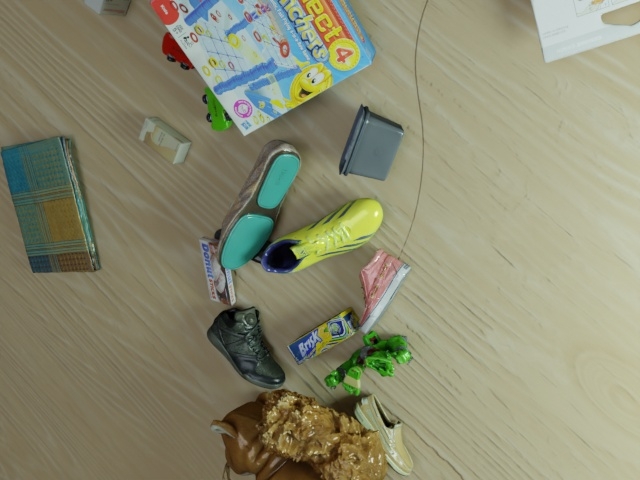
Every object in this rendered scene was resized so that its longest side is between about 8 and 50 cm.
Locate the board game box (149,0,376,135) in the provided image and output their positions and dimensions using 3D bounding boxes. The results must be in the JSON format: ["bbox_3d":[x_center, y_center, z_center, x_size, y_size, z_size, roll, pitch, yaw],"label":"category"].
[{"bbox_3d":[-0.103,-0.400,1.116,0.302,0.086,0.308,-24,115,25],"label":"board game box"}]

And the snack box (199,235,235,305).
[{"bbox_3d":[-0.242,0.073,1.404,0.064,0.022,0.178,14,127,25],"label":"snack box"}]

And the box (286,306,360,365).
[{"bbox_3d":[0.008,0.213,1.321,0.169,0.059,0.054,-36,84,30],"label":"box"}]

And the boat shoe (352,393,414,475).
[{"bbox_3d":[0.151,0.423,1.306,0.072,0.068,0.190,-40,85,16],"label":"boat shoe"}]

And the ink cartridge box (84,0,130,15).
[{"bbox_3d":[-0.463,-0.569,1.330,0.052,0.088,0.122,39,118,10],"label":"ink cartridge box"}]

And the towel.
[{"bbox_3d":[-0.744,-0.090,1.637,0.272,0.040,0.369,-2,105,29],"label":"towel"}]

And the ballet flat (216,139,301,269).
[{"bbox_3d":[-0.141,-0.081,1.298,0.316,0.108,0.106,-56,39,19],"label":"ballet flat"}]

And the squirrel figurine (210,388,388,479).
[{"bbox_3d":[-0.058,0.469,1.324,0.370,0.281,0.396,40,126,28],"label":"squirrel figurine"}]

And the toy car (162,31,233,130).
[{"bbox_3d":[-0.226,-0.351,1.288,0.239,0.053,0.224,0,106,32],"label":"toy car"}]

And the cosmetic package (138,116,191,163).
[{"bbox_3d":[-0.365,-0.235,1.399,0.115,0.041,0.060,35,116,15],"label":"cosmetic package"}]

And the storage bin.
[{"bbox_3d":[0.100,-0.184,1.156,0.091,0.098,0.135,18,113,-8],"label":"storage bin"}]

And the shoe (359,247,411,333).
[{"bbox_3d":[0.111,0.105,1.240,0.081,0.063,0.177,35,111,16],"label":"shoe"}]

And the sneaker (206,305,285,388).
[{"bbox_3d":[-0.161,0.244,1.400,0.227,0.087,0.130,42,125,17],"label":"sneaker"}]

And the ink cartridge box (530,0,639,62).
[{"bbox_3d":[0.458,-0.432,0.915,0.275,0.060,0.238,-12,99,29],"label":"ink cartridge box"}]

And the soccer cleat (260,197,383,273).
[{"bbox_3d":[0.000,0.001,1.231,0.289,0.121,0.093,-26,91,30],"label":"soccer cleat"}]

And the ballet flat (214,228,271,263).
[{"bbox_3d":[-0.165,0.012,1.373,0.173,0.049,0.057,22,84,16],"label":"ballet flat"}]

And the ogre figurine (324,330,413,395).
[{"bbox_3d":[0.111,0.248,1.245,0.097,0.118,0.197,44,120,5],"label":"ogre figurine"}]
